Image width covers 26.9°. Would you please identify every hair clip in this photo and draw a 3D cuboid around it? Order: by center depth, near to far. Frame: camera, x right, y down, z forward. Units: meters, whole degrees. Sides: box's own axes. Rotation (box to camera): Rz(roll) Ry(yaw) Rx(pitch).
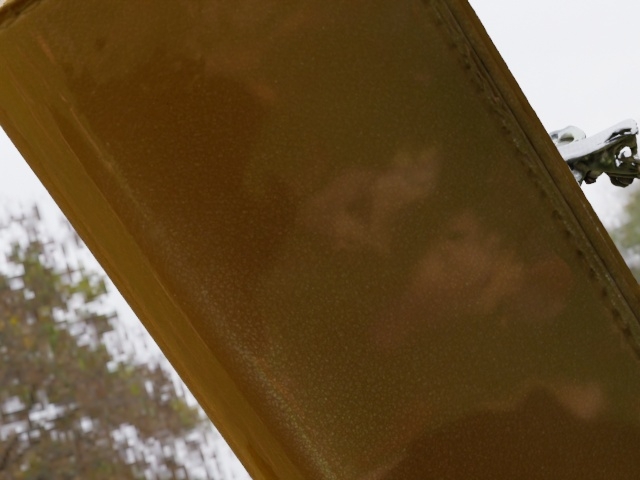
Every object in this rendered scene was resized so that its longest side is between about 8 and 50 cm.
[{"bbox_3d":[0.138,-0.053,0.942,0.172,0.116,0.049,-7,-65,10],"label":"hair clip"}]

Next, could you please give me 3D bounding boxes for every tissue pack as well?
[{"bbox_3d":[0.000,0.000,0.492,0.145,0.275,0.194,-36,13,-7],"label":"tissue pack"}]
